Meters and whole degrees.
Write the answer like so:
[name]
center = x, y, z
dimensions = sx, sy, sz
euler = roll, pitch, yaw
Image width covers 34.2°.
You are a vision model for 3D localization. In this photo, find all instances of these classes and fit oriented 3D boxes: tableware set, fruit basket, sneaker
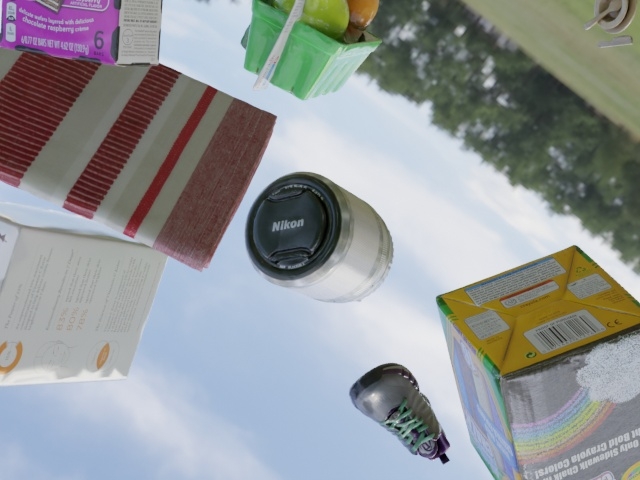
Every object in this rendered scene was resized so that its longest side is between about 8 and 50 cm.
[tableware set]
center = 0.513, -0.387, 1.695
dimensions = 0.039, 0.128, 0.194
euler = 2, -176, -29
[fruit basket]
center = 0.018, -0.392, 1.534
dimensions = 0.165, 0.353, 0.327
euler = 24, -161, 12
[sneaker]
center = 0.118, 0.233, 1.372
dimensions = 0.098, 0.083, 0.224
euler = 53, -172, 33

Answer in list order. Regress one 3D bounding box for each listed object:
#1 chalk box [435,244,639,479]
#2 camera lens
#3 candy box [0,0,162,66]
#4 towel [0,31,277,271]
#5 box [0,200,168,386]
[chalk box]
center = 0.194, 0.138, 0.847
dimensions = 0.132, 0.132, 0.213
euler = -121, 14, -59
[camera lens]
center = 0.000, 0.000, 1.993
dimensions = 0.219, 0.219, 0.274
euler = 46, -170, 27
[candy box]
center = -0.233, -0.297, 1.025
dimensions = 0.159, 0.233, 0.071
euler = 12, -166, 28
[towel]
center = -0.234, -0.118, 1.153
dimensions = 0.329, 0.037, 0.237
euler = 24, -129, -2
[box]
center = -0.395, 0.072, 1.442
dimensions = 0.168, 0.215, 0.345
euler = 20, -177, 24
